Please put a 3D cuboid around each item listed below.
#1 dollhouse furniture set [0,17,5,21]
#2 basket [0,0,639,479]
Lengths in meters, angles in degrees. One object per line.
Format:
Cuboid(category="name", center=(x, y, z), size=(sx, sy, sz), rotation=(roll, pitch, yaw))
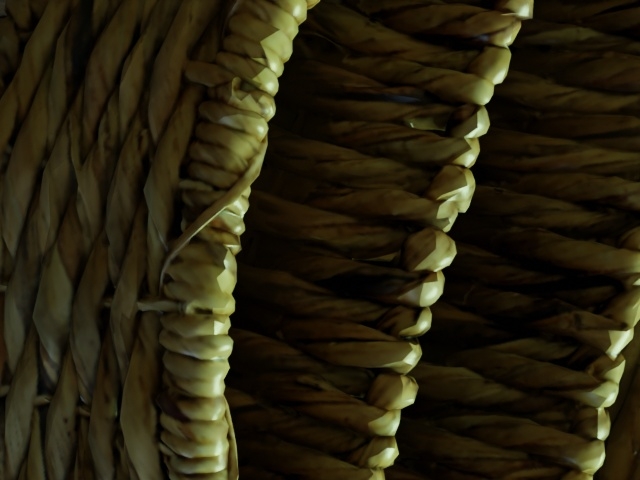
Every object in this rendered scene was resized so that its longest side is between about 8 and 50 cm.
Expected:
Cuboid(category="dollhouse furniture set", center=(-0.190, 0.051, 1.207), size=(0.303, 0.355, 0.174), rotation=(23, 170, -37))
Cuboid(category="basket", center=(0.038, -0.013, 0.585), size=(0.223, 0.299, 0.213), rotation=(15, 170, 27))
